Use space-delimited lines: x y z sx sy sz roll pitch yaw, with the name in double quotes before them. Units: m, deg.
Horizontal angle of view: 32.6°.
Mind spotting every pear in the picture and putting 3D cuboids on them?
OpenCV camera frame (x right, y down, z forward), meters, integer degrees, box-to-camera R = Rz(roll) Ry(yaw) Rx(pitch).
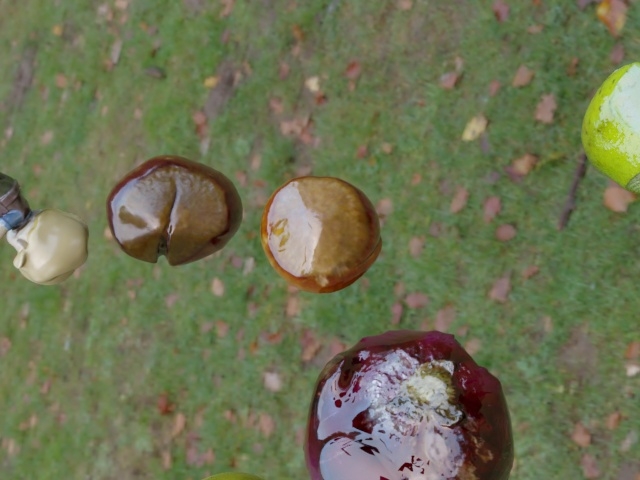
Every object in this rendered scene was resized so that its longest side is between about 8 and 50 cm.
"pear" 0.507 -0.182 1.538 0.282 0.286 0.176 -25 71 21

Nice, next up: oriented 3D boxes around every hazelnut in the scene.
"hazelnut" 0.000 0.000 1.566 0.182 0.182 0.182 -22 62 49
"hazelnut" -0.228 -0.043 1.711 0.181 0.212 0.181 109 167 -60

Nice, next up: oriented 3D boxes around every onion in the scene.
"onion" 0.166 0.380 2.003 0.399 0.420 0.398 -5 64 10

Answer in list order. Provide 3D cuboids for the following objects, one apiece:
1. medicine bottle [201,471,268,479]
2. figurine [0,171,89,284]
"medicine bottle" -0.094 0.356 1.107 0.124 0.124 0.238 -3 77 53
"figurine" -0.410 -0.021 1.507 0.108 0.196 0.114 -46 26 6
